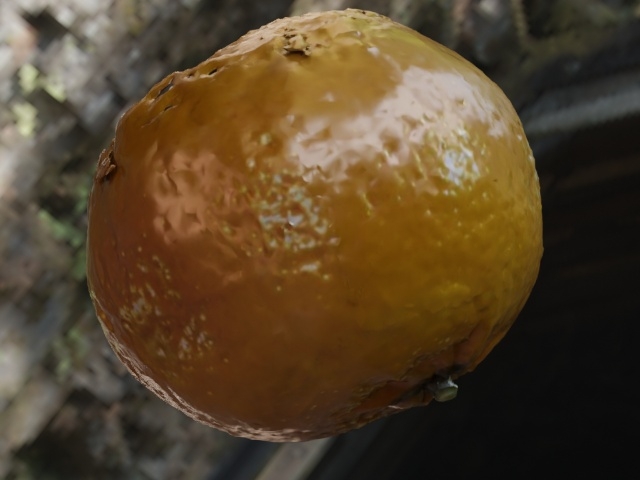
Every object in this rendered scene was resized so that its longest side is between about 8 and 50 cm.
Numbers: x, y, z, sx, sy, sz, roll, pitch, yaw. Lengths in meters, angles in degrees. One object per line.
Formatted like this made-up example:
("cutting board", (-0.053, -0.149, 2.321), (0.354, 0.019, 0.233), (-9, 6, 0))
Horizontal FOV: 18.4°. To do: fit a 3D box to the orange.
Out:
("orange", (0.000, 0.000, 0.803), (0.193, 0.193, 0.161), (81, -13, -75))
